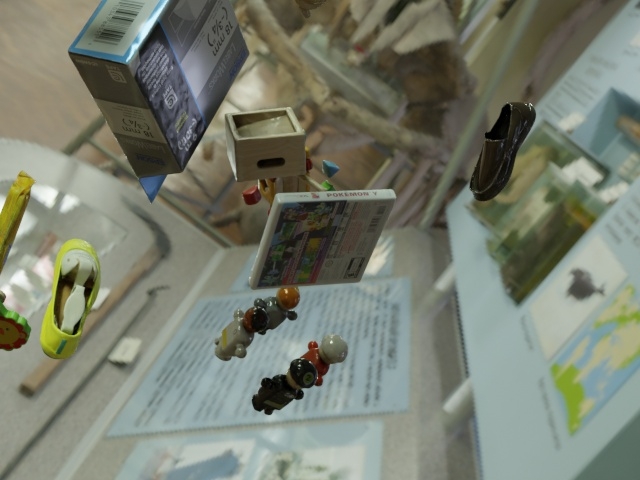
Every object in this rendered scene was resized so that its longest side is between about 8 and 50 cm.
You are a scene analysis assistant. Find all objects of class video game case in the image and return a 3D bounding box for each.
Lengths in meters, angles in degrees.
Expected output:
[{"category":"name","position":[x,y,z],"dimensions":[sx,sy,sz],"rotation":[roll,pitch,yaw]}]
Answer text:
[{"category":"video game case","position":[0.000,0.000,1.512],"dimensions":[0.183,0.201,0.023],"rotation":[-3,51,-21]}]

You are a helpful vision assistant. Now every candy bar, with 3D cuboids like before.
[{"category":"candy bar","position":[-0.353,0.000,1.125],"dimensions":[0.018,0.162,0.040],"rotation":[13,15,-44]}]

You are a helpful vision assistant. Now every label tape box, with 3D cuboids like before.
[{"category":"label tape box","position":[-0.204,-0.232,1.457],"dimensions":[0.105,0.241,0.334],"rotation":[13,-30,22]}]

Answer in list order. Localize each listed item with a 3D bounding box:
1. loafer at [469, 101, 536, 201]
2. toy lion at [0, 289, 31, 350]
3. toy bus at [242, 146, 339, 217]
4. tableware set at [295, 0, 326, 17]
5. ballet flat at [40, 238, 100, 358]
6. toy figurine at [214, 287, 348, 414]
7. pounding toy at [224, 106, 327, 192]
[{"category":"loafer","position":[0.352,-0.187,2.054],"dimensions":[0.078,0.220,0.080],"rotation":[18,8,-37]},{"category":"toy lion","position":[-0.445,0.113,1.368],"dimensions":[0.034,0.100,0.096],"rotation":[-84,162,-49]},{"category":"toy bus","position":[-0.082,-0.121,2.138],"dimensions":[0.191,0.202,0.104],"rotation":[34,7,-44]},{"category":"tableware set","position":[0.004,-0.322,1.080],"dimensions":[0.020,0.169,0.141],"rotation":[40,-5,40]},{"category":"ballet flat","position":[-0.379,0.076,1.573],"dimensions":[0.077,0.077,0.231],"rotation":[19,48,-18]},{"category":"toy figurine","position":[-0.073,0.199,1.924],"dimensions":[0.210,0.148,0.213],"rotation":[53,33,7]},{"category":"pounding toy","position":[-0.071,-0.137,1.606],"dimensions":[0.141,0.100,0.130],"rotation":[-7,31,-11]}]
